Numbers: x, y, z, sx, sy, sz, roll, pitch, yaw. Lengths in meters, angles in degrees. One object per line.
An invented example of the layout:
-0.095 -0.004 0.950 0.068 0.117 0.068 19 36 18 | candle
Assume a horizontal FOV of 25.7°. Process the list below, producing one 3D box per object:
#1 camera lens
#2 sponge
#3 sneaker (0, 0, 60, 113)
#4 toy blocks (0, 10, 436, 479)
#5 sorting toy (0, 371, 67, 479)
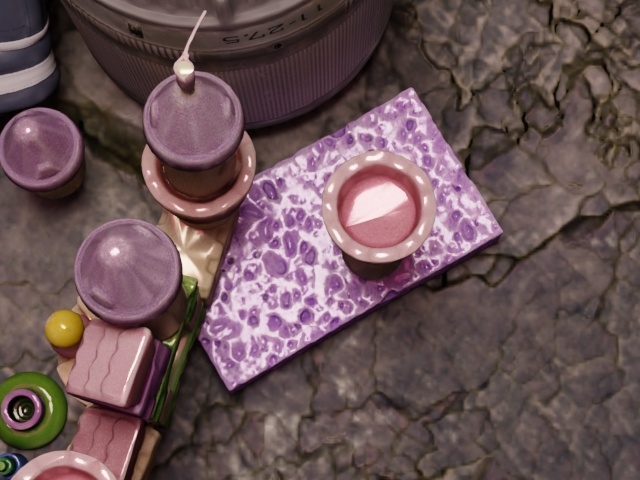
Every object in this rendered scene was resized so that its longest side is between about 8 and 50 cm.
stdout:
-0.060 -0.197 0.835 0.219 0.274 0.219 0 81 1 | camera lens
0.000 0.000 0.926 0.210 0.031 0.117 -30 82 -4 | sponge
-0.287 -0.157 0.922 0.282 0.153 0.099 14 41 31 | sneaker
-0.116 0.046 0.766 0.309 0.260 0.288 17 78 4 | toy blocks
-0.211 0.126 0.902 0.102 0.042 0.061 -32 82 -5 | sorting toy
